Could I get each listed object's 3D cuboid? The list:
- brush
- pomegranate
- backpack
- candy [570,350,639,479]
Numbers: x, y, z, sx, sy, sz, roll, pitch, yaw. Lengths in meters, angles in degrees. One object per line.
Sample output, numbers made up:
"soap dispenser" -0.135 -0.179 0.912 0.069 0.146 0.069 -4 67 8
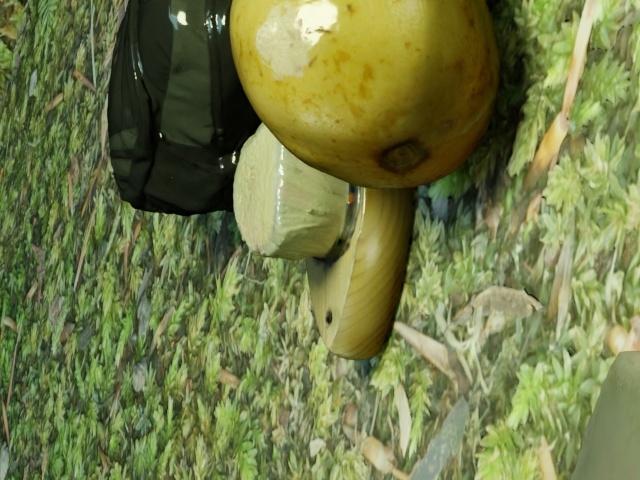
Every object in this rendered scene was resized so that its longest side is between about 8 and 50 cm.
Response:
"brush" 0.000 0.000 2.050 0.174 0.166 0.267 152 120 -61
"pomegranate" 0.049 -0.188 1.863 0.307 0.307 0.307 -172 90 -66
"backpack" -0.138 -0.249 2.337 0.446 0.254 0.363 112 157 -60
"candy" 0.290 0.185 1.379 0.195 0.137 0.185 -125 48 -60
